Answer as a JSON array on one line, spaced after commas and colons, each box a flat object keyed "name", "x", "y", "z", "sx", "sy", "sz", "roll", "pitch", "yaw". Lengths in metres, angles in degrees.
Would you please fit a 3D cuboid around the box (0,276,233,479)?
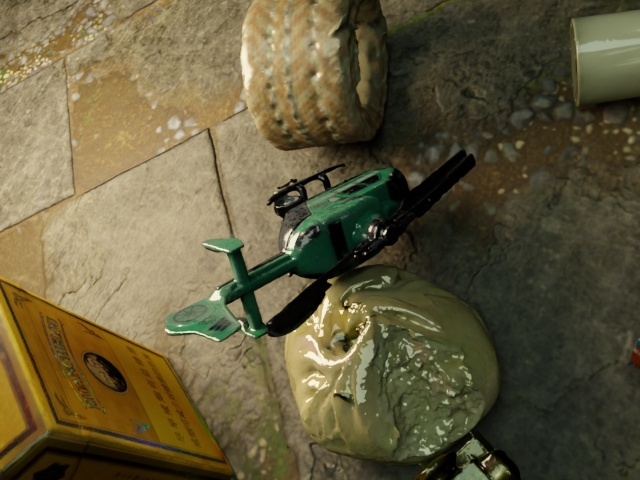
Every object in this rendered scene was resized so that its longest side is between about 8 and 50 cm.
[{"name": "box", "x": -0.229, "y": 0.169, "z": 0.628, "sx": 0.084, "sy": 0.301, "sz": 0.193, "roll": -42, "pitch": 58, "yaw": -2}]

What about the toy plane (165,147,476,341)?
[{"name": "toy plane", "x": 0.000, "y": 0.000, "z": 0.638, "sx": 0.381, "sy": 0.106, "sz": 0.155, "roll": -28, "pitch": 22, "yaw": -35}]

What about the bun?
[{"name": "bun", "x": 0.062, "y": 0.120, "z": 0.635, "sx": 0.237, "sy": 0.116, "sz": 0.210, "roll": 12, "pitch": 71, "yaw": 30}]

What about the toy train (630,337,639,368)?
[{"name": "toy train", "x": 0.419, "y": 0.213, "z": 0.455, "sx": 0.086, "sy": 0.089, "sz": 0.409, "roll": -35, "pitch": 59, "yaw": -4}]

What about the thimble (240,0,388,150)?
[{"name": "thimble", "x": 0.004, "y": -0.226, "z": 0.782, "sx": 0.148, "sy": 0.196, "sz": 0.229, "roll": 0, "pitch": 37, "yaw": 20}]

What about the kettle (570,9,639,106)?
[{"name": "kettle", "x": 0.359, "y": -0.208, "z": 0.687, "sx": 0.148, "sy": 0.127, "sz": 0.098, "roll": -5, "pitch": 97, "yaw": 19}]

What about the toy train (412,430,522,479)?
[{"name": "toy train", "x": 0.087, "y": 0.267, "z": 0.547, "sx": 0.225, "sy": 0.137, "sz": 0.090, "roll": -43, "pitch": 65, "yaw": 4}]
